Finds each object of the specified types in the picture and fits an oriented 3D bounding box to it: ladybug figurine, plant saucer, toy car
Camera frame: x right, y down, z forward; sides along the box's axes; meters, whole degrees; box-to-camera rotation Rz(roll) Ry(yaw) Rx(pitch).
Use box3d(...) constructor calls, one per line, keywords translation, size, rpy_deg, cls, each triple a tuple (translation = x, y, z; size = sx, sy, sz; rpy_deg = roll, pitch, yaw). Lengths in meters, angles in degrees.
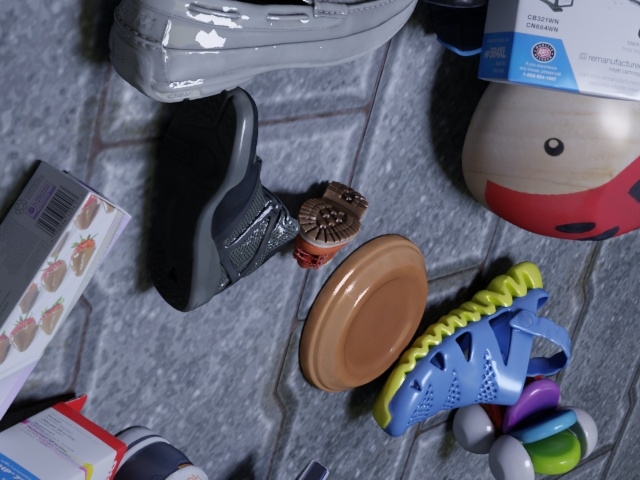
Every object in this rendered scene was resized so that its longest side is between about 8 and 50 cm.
box3d(translation=(0.322, -0.115, 1.579), size=(0.305, 0.162, 0.449), rpy_deg=(-43, 158, 12), cls="ladybug figurine")
box3d(translation=(0.058, 0.089, 1.576), size=(0.200, 0.037, 0.200), rpy_deg=(-33, 139, -34), cls="plant saucer")
box3d(translation=(0.277, 0.233, 1.861), size=(0.159, 0.182, 0.136), rpy_deg=(-20, 129, -24), cls="toy car")

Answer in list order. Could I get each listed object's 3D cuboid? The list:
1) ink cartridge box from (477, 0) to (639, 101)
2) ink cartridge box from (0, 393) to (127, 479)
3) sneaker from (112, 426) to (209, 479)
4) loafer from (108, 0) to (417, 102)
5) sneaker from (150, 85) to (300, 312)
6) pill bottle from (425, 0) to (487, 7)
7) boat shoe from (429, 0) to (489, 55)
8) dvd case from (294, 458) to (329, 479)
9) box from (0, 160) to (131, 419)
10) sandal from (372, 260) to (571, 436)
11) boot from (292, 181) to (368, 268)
box3d(translation=(0.245, -0.243, 1.321), size=(0.148, 0.086, 0.203), rpy_deg=(6, 96, -13), cls="ink cartridge box")
box3d(translation=(-0.246, 0.224, 1.171), size=(0.134, 0.078, 0.231), rpy_deg=(-63, 168, 15), cls="ink cartridge box")
box3d(translation=(-0.161, 0.342, 1.412), size=(0.126, 0.127, 0.321), rpy_deg=(-34, 142, -35), cls="sneaker")
box3d(translation=(-0.031, -0.203, 1.147), size=(0.319, 0.112, 0.111), rpy_deg=(-25, 143, -40), cls="loafer")
box3d(translation=(-0.077, -0.050, 1.239), size=(0.130, 0.087, 0.228), rpy_deg=(-27, 139, -42), cls="sneaker")
box3d(translation=(0.131, -0.329, 1.249), size=(0.122, 0.122, 0.219), rpy_deg=(-21, 133, -43), cls="pill bottle")
box3d(translation=(0.210, -0.300, 1.397), size=(0.258, 0.109, 0.089), rpy_deg=(-54, 144, -10), cls="boat shoe")
box3d(translation=(-0.084, 0.362, 1.494), size=(0.239, 0.029, 0.179), rpy_deg=(-52, 177, -40), cls="dvd case")
box3d(translation=(-0.273, 0.091, 1.109), size=(0.324, 0.067, 0.063), rpy_deg=(-58, 148, -2), cls="box")
box3d(translation=(0.197, 0.149, 1.700), size=(0.317, 0.138, 0.126), rpy_deg=(-33, 163, -30), cls="sandal")
box3d(translation=(0.000, 0.000, 1.371), size=(0.085, 0.059, 0.158), rpy_deg=(-58, 175, 18), cls="boot")
